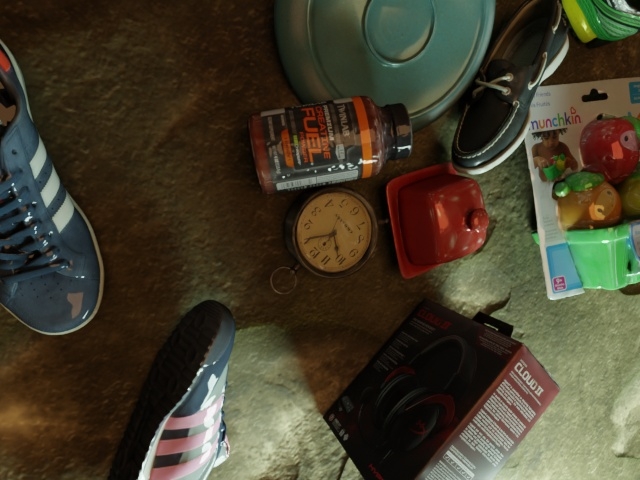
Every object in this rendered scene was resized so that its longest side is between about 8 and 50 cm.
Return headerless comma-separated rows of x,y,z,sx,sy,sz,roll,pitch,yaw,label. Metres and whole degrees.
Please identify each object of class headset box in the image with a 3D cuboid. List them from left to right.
0.170,0.228,0.621,0.293,0.218,0.110,-47,111,-8,headset box

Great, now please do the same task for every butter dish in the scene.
0.195,-0.031,0.636,0.159,0.118,0.160,-20,104,-31,butter dish

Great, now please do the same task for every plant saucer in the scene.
0.099,-0.286,0.559,0.317,0.044,0.318,-7,117,-14,plant saucer

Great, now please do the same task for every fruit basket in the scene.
0.501,-0.101,0.730,0.326,0.165,0.353,-11,98,-19,fruit basket

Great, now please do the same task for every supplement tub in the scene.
0.012,-0.125,0.543,0.197,0.106,0.106,-11,102,-2,supplement tub

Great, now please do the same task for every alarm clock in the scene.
0.000,0.000,0.604,0.192,0.064,0.129,-46,111,-12,alarm clock

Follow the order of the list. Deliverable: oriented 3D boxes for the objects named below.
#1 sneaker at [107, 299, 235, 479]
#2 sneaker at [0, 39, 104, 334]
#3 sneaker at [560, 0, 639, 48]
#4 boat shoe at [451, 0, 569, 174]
-0.169,0.235,0.567,0.131,0.112,0.319,24,92,-39,sneaker
-0.330,-0.050,0.425,0.131,0.148,0.350,-22,105,-17,sneaker
0.431,-0.470,0.656,0.343,0.146,0.134,39,84,-21,sneaker
0.276,-0.240,0.643,0.091,0.114,0.303,45,69,-44,boat shoe
